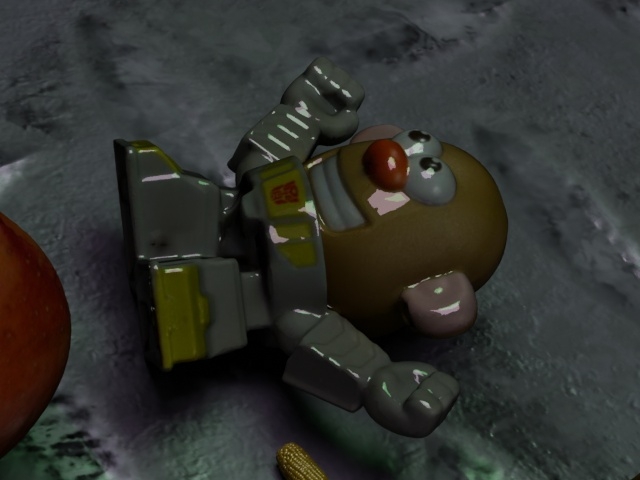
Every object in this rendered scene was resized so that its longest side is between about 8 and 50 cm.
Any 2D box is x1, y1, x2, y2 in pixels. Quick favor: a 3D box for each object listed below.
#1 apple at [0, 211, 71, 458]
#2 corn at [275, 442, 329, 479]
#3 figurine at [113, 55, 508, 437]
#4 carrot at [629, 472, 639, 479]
[{"bbox_3d":[-0.304,0.050,1.306,0.272,0.251,0.206,36,63,-4],"label":"apple"},{"bbox_3d":[-0.004,0.179,1.426,0.027,0.028,0.083,-5,44,-42],"label":"corn"},{"bbox_3d":[0.000,0.000,1.490,0.284,0.167,0.343,-5,71,-11],"label":"figurine"},{"bbox_3d":[0.232,0.270,1.283,0.241,0.340,0.241,34,35,-28],"label":"carrot"}]
